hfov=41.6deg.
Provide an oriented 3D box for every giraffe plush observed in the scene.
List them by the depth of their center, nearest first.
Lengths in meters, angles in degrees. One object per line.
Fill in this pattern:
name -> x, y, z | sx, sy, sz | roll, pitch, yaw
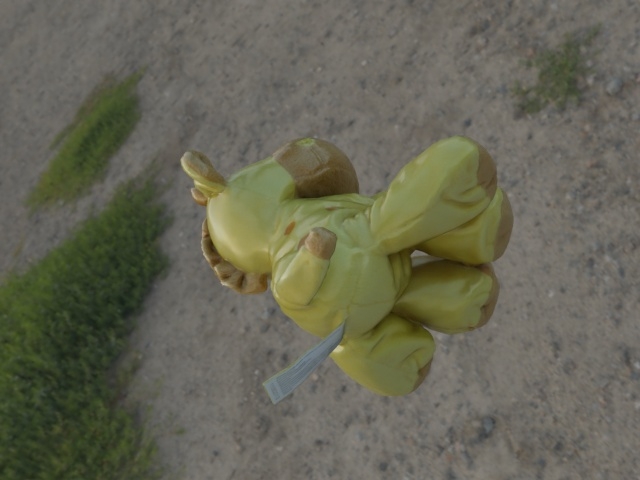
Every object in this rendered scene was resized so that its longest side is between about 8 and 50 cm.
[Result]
giraffe plush -> 0.000, 0.000, 0.565 | 0.210, 0.181, 0.170 | -24, 41, -31
